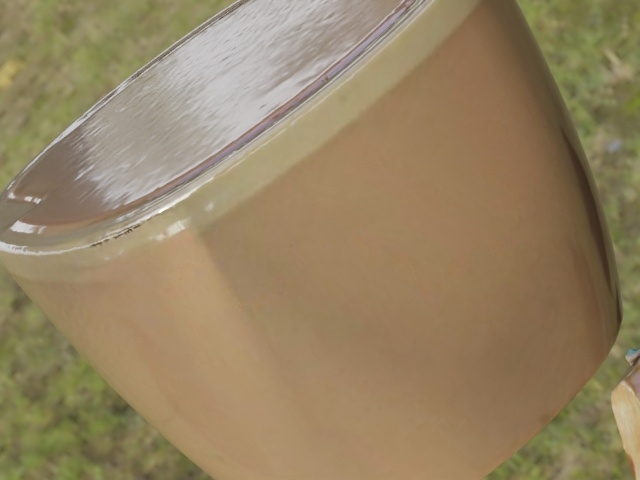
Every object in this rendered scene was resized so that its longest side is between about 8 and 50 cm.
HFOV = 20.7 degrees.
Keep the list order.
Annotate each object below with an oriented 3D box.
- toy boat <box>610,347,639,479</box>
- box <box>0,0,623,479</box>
[{"bbox_3d":[0.317,0.214,1.414,0.099,0.292,0.108,-18,-22,-16],"label":"toy boat"},{"bbox_3d":[0.000,0.000,0.908,0.301,0.216,0.301,-28,21,12],"label":"box"}]
